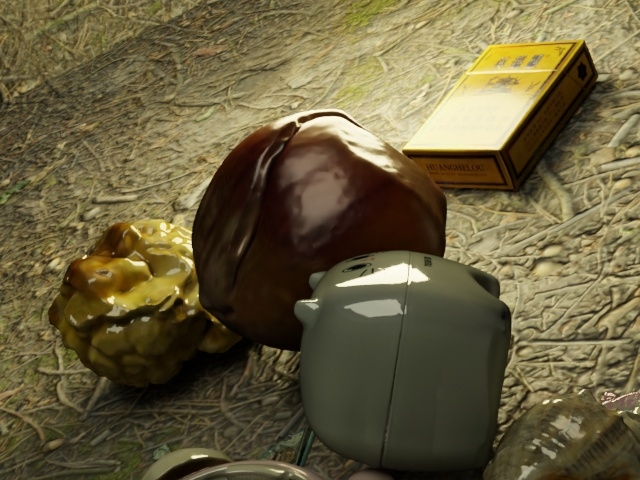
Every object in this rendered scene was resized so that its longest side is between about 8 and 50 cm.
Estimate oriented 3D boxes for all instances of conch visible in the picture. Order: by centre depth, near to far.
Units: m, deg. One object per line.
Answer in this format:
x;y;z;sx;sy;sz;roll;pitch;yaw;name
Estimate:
0.248;0.287;1.396;0.291;0.159;0.210;-39;68;-8;conch

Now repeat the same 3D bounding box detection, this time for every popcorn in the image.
-0.238;0.091;2.024;0.332;0.225;0.265;-2;46;0;popcorn

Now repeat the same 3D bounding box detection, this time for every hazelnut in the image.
0.000;0.000;1.859;0.372;0.315;0.372;-15;39;13;hazelnut

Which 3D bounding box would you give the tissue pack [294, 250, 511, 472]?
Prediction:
0.088;0.132;1.558;0.236;0.229;0.333;8;7;4;tissue pack

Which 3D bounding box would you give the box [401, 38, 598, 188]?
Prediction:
0.293;-0.205;2.166;0.193;0.084;0.301;5;43;42;box

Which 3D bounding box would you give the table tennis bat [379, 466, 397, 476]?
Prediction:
0.119;0.238;1.703;0.098;0.019;0.154;2;39;37;table tennis bat

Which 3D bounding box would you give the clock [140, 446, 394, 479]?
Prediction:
-0.096;0.376;1.455;0.326;0.184;0.342;4;33;21;clock

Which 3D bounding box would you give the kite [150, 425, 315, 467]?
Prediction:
-0.162;0.360;1.738;0.406;0.014;0.368;-32;31;-9;kite

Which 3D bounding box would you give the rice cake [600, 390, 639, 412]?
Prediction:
0.446;0.175;1.508;0.290;0.051;0.081;-11;35;25;rice cake
